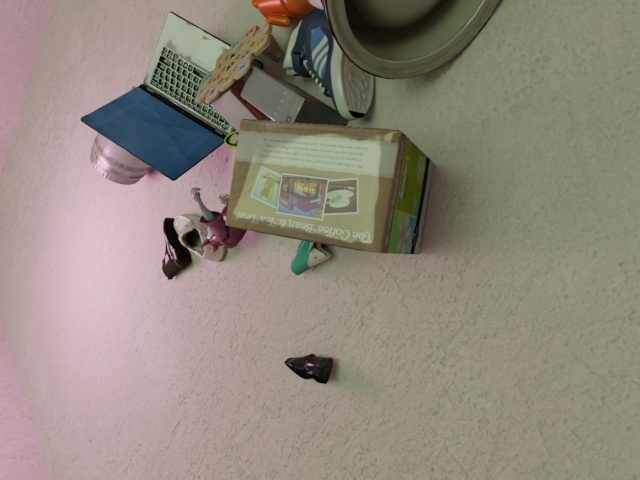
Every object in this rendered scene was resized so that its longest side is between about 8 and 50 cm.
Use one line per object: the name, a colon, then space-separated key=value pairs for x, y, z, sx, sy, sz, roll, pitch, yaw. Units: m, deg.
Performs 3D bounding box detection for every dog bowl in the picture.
dog bowl: x=0.171 y=-0.546 z=0.921 sx=0.408 sy=0.407 sz=0.150 roll=-51 pitch=44 yaw=25

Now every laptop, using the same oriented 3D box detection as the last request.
laptop: x=-0.458 y=-0.461 z=1.446 sx=0.381 sy=0.236 sz=0.408 roll=32 pitch=108 yaw=10

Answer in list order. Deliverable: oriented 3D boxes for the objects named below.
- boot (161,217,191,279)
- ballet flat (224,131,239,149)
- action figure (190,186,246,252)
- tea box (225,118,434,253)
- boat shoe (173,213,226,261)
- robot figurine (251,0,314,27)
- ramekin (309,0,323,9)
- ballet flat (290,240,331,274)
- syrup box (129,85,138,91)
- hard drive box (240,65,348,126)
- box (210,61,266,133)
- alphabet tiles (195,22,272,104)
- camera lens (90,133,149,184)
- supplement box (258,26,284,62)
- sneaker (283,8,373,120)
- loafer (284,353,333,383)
boot: x=-0.546 y=0.031 z=1.677 sx=0.137 sy=0.076 sz=0.198 roll=-39 pitch=62 yaw=37
ballet flat: x=-0.204 y=-0.309 z=1.407 sx=0.230 sy=0.077 sz=0.077 roll=2 pitch=89 yaw=40
action figure: x=-0.218 y=-0.085 z=1.366 sx=0.275 sy=0.248 sz=0.370 roll=41 pitch=114 yaw=6
tea box: x=0.036 y=-0.101 z=0.978 sx=0.328 sy=0.323 sz=0.220 roll=10 pitch=93 yaw=23
boat shoe: x=-0.427 y=-0.019 z=1.560 sx=0.277 sy=0.096 sz=0.098 roll=31 pitch=106 yaw=37
robot figurine: x=-0.096 y=-0.692 z=1.317 sx=0.219 sy=0.128 sz=0.158 roll=13 pitch=51 yaw=40
ramekin: x=0.076 y=-0.652 z=1.083 sx=0.276 sy=0.135 sz=0.277 roll=-8 pitch=46 yaw=9
ballet flat: x=0.000 y=0.000 z=1.210 sx=0.087 sy=0.083 sz=0.248 roll=33 pitch=108 yaw=28
syrup box: x=-0.753 y=-0.490 z=1.874 sx=0.237 sy=0.096 sz=0.093 roll=-44 pitch=59 yaw=29
hard drive box: x=-0.070 y=-0.351 z=1.231 sx=0.232 sy=0.181 sz=0.089 roll=41 pitch=112 yaw=34
box: x=-0.216 y=-0.413 z=1.347 sx=0.090 sy=0.130 sz=0.171 roll=-19 pitch=41 yaw=37
alphabet tiles: x=-0.248 y=-0.503 z=1.330 sx=0.284 sy=0.021 sz=0.278 roll=-30 pitch=40 yaw=26
camera lens: x=-0.713 y=-0.373 z=1.750 sx=0.274 sy=0.219 sz=0.220 roll=-45 pitch=60 yaw=28
supplement box: x=-0.158 y=-0.588 z=1.402 sx=0.036 sy=0.062 sz=0.099 roll=-43 pitch=60 yaw=28
sneaker: x=0.006 y=-0.440 z=1.221 sx=0.236 sy=0.130 sz=0.323 roll=-12 pitch=82 yaw=47
loafer: x=-0.029 y=0.330 z=1.231 sx=0.170 sy=0.062 sz=0.061 roll=1 pitch=48 yaw=47
